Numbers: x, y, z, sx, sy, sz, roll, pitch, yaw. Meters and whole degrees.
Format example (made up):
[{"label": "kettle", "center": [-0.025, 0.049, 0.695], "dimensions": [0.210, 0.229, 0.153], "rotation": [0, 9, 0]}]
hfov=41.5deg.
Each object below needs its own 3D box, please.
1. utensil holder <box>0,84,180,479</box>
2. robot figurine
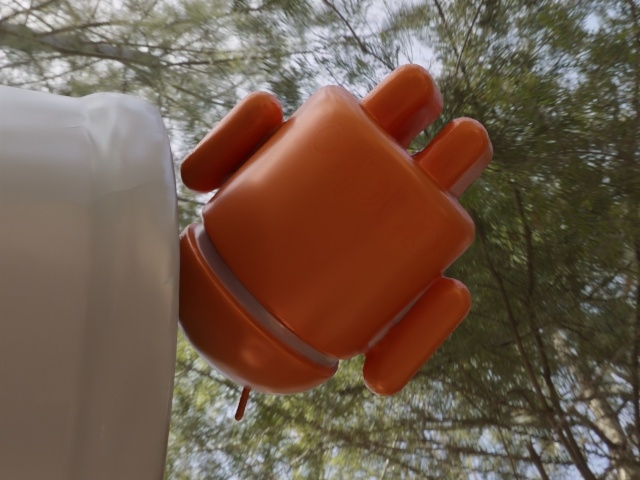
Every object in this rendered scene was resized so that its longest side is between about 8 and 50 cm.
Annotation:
[{"label": "utensil holder", "center": [-0.302, 0.057, 0.438], "dimensions": [0.385, 0.327, 0.327], "rotation": [6, -82, -22]}, {"label": "robot figurine", "center": [-0.001, -0.001, 0.490], "dimensions": [0.219, 0.128, 0.158], "rotation": [-45, -62, 9]}]
